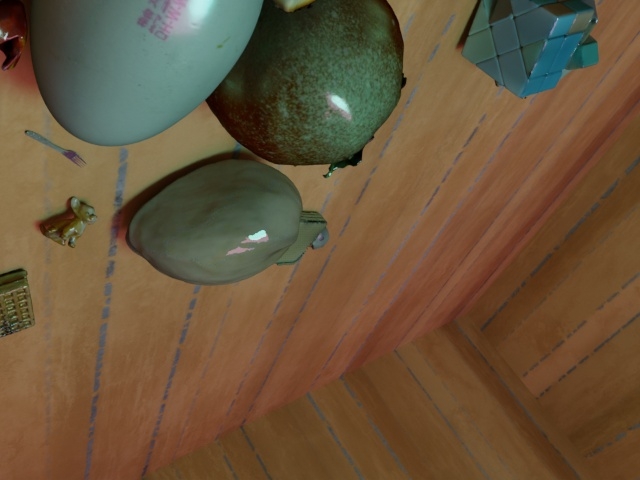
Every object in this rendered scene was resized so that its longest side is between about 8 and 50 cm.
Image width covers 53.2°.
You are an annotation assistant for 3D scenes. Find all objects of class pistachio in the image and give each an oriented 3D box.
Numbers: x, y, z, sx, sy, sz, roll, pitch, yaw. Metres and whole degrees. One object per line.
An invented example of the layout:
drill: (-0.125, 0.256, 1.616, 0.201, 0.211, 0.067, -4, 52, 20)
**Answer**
pistachio: (-0.191, -0.029, 1.183, 0.331, 0.208, 0.226, -16, 108, -10)

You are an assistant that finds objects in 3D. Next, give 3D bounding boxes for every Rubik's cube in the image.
Rubik's cube: (0.442, -0.413, 1.301, 0.213, 0.224, 0.265, -22, 146, -32)

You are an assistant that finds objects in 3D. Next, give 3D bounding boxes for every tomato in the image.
tomato: (-0.034, -0.256, 0.918, 0.303, 0.303, 0.239, -42, 140, 13)

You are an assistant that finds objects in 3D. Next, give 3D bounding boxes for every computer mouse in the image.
computer mouse: (0.000, 0.000, 1.675, 0.056, 0.032, 0.110, -32, 156, -8)

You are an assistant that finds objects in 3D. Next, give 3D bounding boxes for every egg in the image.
egg: (-0.198, -0.255, 0.716, 0.230, 0.230, 0.371, -8, 148, -46)

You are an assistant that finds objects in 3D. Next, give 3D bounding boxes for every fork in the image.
fork: (-0.390, -0.136, 0.943, 0.016, 0.012, 0.115, -43, 150, 6)

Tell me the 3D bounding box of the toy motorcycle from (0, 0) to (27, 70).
toy motorcycle: (-0.422, -0.210, 0.668, 0.298, 0.089, 0.171, -35, 157, -1)

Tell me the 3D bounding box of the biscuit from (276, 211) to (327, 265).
biscuit: (-0.104, -0.006, 1.503, 0.252, 0.052, 0.150, -1, 135, -54)

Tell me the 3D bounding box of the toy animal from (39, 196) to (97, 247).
toy animal: (-0.413, -0.034, 1.061, 0.060, 0.081, 0.083, 66, 43, -58)

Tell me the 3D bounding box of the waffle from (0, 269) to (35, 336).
waffle: (-0.561, 0.117, 1.128, 0.102, 0.042, 0.148, -20, 152, -32)

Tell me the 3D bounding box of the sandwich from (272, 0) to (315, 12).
sandwich: (-0.030, -0.384, 0.753, 0.220, 0.186, 0.108, -45, 168, -38)
